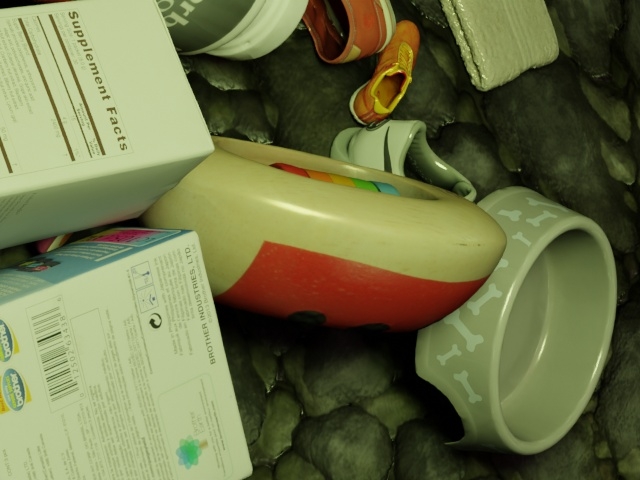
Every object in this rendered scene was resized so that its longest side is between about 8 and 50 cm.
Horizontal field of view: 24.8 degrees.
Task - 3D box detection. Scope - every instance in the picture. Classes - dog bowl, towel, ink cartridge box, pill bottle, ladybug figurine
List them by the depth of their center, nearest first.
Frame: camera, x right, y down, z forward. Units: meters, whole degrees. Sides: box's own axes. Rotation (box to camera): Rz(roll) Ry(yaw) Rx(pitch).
[{"bbox_3d":[-0.273,0.166,1.362,0.395,0.151,0.270,-24,106,-45],"label":"ink cartridge box"},{"bbox_3d":[-0.172,-0.310,1.505,0.363,0.210,0.210,13,71,-59],"label":"pill bottle"},{"bbox_3d":[0.000,0.000,1.591,0.449,0.305,0.162,11,100,-25],"label":"ladybug figurine"},{"bbox_3d":[0.258,0.110,1.830,0.349,0.102,0.349,-22,119,-47],"label":"dog bowl"},{"bbox_3d":[0.230,-0.360,2.042,0.187,0.049,0.282,-27,100,-41],"label":"towel"}]

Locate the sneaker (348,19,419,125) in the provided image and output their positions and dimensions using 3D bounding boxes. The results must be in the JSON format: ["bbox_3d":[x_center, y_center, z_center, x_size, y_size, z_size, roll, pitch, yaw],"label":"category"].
[{"bbox_3d":[0.098,-0.217,1.873,0.064,0.067,0.175,41,54,-26],"label":"sneaker"}]

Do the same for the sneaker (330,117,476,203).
[{"bbox_3d":[0.146,-0.003,1.815,0.122,0.146,0.330,-47,113,-40],"label":"sneaker"}]

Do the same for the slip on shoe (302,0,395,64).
[{"bbox_3d":[-0.018,-0.364,1.772,0.101,0.123,0.331,-41,112,-36],"label":"slip on shoe"}]

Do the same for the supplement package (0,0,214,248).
[{"bbox_3d":[-0.282,-0.101,1.342,0.293,0.177,0.175,-14,77,-38],"label":"supplement package"}]

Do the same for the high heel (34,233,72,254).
[{"bbox_3d":[-0.271,-0.106,1.518,0.117,0.082,0.244,26,74,-5],"label":"high heel"}]
